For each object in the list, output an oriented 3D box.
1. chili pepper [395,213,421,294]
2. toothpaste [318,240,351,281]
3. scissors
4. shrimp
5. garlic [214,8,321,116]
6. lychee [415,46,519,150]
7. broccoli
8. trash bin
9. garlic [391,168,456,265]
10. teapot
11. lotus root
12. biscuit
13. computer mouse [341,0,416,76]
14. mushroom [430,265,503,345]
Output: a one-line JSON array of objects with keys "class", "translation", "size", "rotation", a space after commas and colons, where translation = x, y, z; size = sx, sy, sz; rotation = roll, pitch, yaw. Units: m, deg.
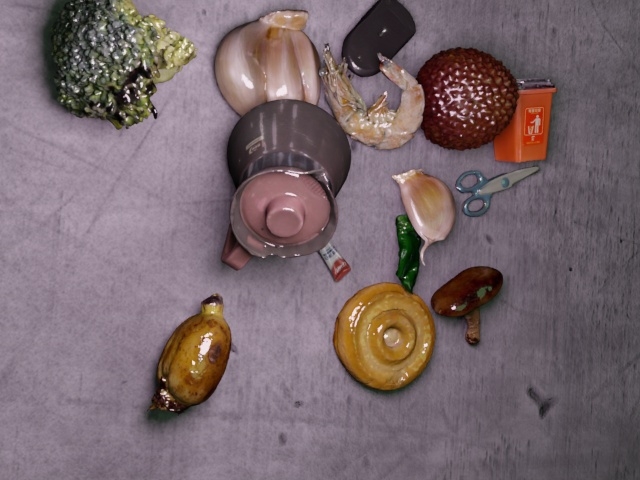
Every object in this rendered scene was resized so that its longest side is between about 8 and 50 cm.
[{"class": "chili pepper", "translation": [0.240, 0.036, 1.869], "size": [0.098, 0.061, 0.224], "rotation": [35, 48, -48]}, {"class": "toothpaste", "translation": [0.000, 0.000, 1.821], "size": [0.062, 0.039, 0.239], "rotation": [-40, 106, -24]}, {"class": "scissors", "translation": [0.530, -0.169, 2.033], "size": [0.289, 0.041, 0.138], "rotation": [-21, 99, -17]}, {"class": "shrimp", "translation": [0.127, -0.379, 1.772], "size": [0.360, 0.247, 0.085], "rotation": [46, 32, -30]}, {"class": "garlic", "translation": [-0.126, -0.427, 1.723], "size": [0.279, 0.132, 0.325], "rotation": [5, 83, -16]}, {"class": "lychee", "translation": [0.382, -0.384, 1.857], "size": [0.276, 0.304, 0.275], "rotation": [-27, 122, -53]}, {"class": "broccoli", "translation": [-0.448, -0.407, 1.549], "size": [0.281, 0.348, 0.293], "rotation": [-3, 135, -52]}, {"class": "trash bin", "translation": [0.571, -0.348, 1.992], "size": [0.161, 0.184, 0.238], "rotation": [-9, 104, -22]}, {"class": "garlic", "translation": [0.307, -0.066, 1.880], "size": [0.149, 0.128, 0.266], "rotation": [-18, 69, 1]}, {"class": "teapot", "translation": [-0.102, -0.116, 1.597], "size": [0.306, 0.361, 0.376], "rotation": [35, 117, -20]}, {"class": "lotus root", "translation": [-0.294, 0.277, 1.630], "size": [0.141, 0.169, 0.314], "rotation": [31, 78, -33]}, {"class": "biscuit", "translation": [0.183, 0.261, 1.864], "size": [0.297, 0.102, 0.296], "rotation": [1, 88, -22]}, {"class": "computer mouse", "translation": [0.144, -0.536, 1.851], "size": [0.137, 0.086, 0.269], "rotation": [43, 67, -11]}, {"class": "mushroom", "translation": [0.436, 0.198, 1.967], "size": [0.227, 0.148, 0.217], "rotation": [-29, 119, -10]}]
